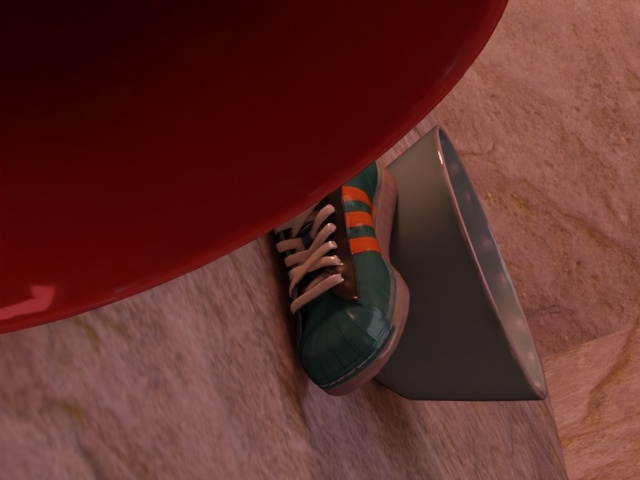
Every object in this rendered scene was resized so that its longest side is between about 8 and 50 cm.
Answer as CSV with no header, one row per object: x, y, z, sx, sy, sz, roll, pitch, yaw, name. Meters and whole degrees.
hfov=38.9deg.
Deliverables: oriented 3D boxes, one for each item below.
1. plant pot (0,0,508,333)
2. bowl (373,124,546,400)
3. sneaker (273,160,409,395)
-0.105,-0.130,0.314,0.243,0.275,0.275,63,13,15,plant pot
0.114,0.049,0.985,0.311,0.163,0.311,58,18,-31,bowl
0.000,0.000,0.800,0.121,0.108,0.302,42,28,-27,sneaker
